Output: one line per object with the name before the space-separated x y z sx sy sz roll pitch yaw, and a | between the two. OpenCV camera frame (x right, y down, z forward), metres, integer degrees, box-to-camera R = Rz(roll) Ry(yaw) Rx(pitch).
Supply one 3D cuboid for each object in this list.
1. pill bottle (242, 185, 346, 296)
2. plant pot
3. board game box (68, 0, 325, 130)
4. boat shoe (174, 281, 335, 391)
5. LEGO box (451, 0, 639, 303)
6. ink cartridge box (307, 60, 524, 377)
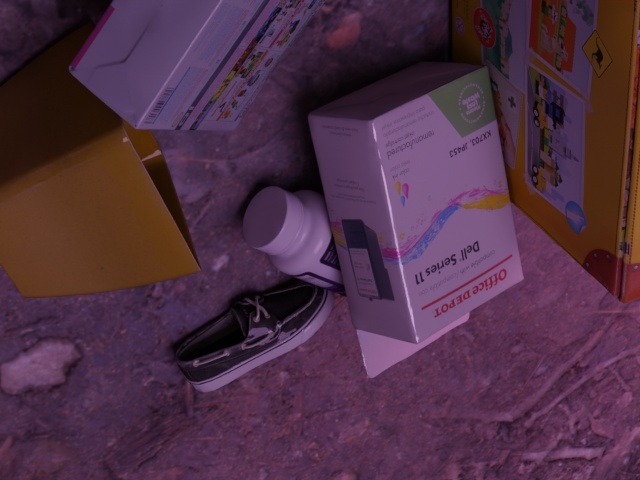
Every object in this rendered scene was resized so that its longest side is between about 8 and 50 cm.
pill bottle | 0.000 0.000 1.842 0.193 0.108 0.108 23 108 -42
plant pot | -0.267 -0.063 1.570 0.187 0.212 0.212 -23 133 0
board game box | -0.104 -0.226 1.506 0.224 0.097 0.303 -53 170 11
boat shoe | -0.082 0.110 1.892 0.219 0.078 0.070 -34 135 -5
LEGO box | 0.319 -0.246 1.683 0.193 0.372 0.500 -20 131 -20
ink cartridge box | 0.126 -0.016 1.797 0.207 0.119 0.354 -28 116 -35
